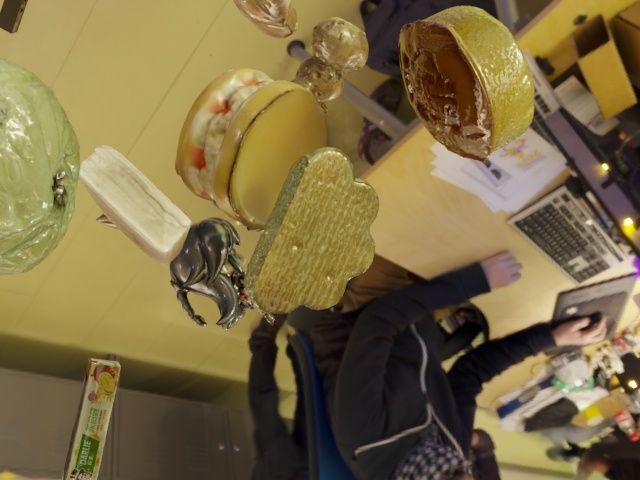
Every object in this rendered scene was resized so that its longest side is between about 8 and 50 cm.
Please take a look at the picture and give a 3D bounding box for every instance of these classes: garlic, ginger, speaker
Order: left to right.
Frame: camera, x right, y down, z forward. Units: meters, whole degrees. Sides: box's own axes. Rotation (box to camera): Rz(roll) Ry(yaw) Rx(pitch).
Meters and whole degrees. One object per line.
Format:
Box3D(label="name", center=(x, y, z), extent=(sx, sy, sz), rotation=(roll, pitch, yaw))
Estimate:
Box3D(label="speaker", center=(-0.795, -0.643, 1.579), extent=(0.046, 0.040, 0.191), rotation=(27, 112, -13))
Box3D(label="garlic", center=(-0.167, -0.652, 1.672), extent=(0.110, 0.228, 0.217), rotation=(-48, 163, -4))
Box3D(label="ginger", center=(0.017, -0.511, 1.793), extent=(0.304, 0.155, 0.244), rotation=(-55, 165, 24))

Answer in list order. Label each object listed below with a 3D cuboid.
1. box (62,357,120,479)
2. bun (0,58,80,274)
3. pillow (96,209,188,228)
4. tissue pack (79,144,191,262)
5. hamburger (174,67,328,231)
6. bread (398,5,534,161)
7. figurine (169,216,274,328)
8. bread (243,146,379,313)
Box3D(label="box", center=(-0.375, 0.299, 0.984), extent=(0.049, 0.207, 0.041), rotation=(13, 175, -26))
Box3D(label="bun", center=(-0.297, -0.069, 0.586), extent=(0.108, 0.221, 0.221), rotation=(-2, 138, -12))
Box3D(label="pillow", center=(-0.444, -0.068, 1.517), extent=(0.171, 0.179, 0.075), rotation=(10, 105, 12))
Box3D(label="tissue pack", center=(-0.292, -0.041, 0.965), extent=(0.170, 0.325, 0.071), rotation=(43, 75, -7))
Box3D(label="hamburger", center=(-0.118, -0.169, 1.084), extent=(0.302, 0.186, 0.261), rotation=(5, 112, -58))
Box3D(label="bread", center=(0.239, -0.265, 1.021), extent=(0.147, 0.270, 0.270), rotation=(-30, 140, -8))
Box3D(label="figurine", center=(-0.222, 0.083, 1.318), extent=(0.196, 0.265, 0.175), rotation=(-13, 166, -30))
Box3D(label="bread", center=(0.000, 0.000, 0.989), extent=(0.207, 0.056, 0.287), rotation=(26, 93, -34))
